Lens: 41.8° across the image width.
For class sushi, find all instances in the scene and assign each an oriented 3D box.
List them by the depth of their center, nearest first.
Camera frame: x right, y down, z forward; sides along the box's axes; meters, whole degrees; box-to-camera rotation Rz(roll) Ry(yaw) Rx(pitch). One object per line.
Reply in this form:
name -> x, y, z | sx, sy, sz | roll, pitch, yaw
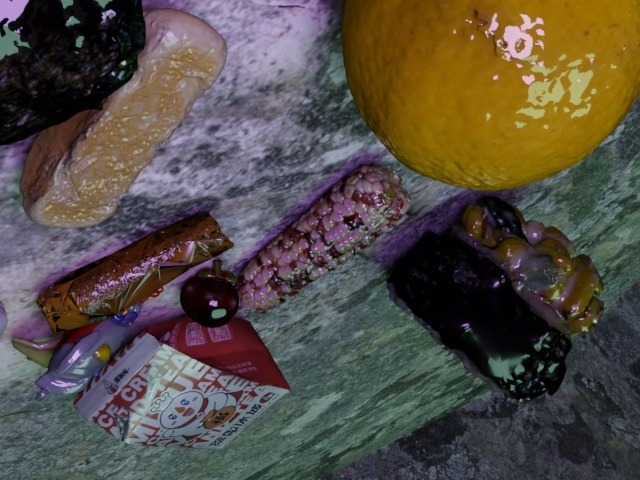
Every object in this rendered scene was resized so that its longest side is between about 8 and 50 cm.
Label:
sushi -> -0.181, -0.138, 0.522 | 0.127, 0.124, 0.225 | -28, -179, -21
sushi -> 0.303, 0.077, 1.415 | 0.285, 0.328, 0.329 | -49, 141, 4

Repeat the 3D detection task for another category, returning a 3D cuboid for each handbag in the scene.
handbag -> -0.200, 0.190, 1.200 | 0.171, 0.151, 0.298 | -42, 149, 13

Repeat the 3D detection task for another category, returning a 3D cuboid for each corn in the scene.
corn -> 0.000, 0.000, 1.132 | 0.280, 0.092, 0.092 | -38, 157, 22

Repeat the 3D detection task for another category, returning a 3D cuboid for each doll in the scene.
doll -> -0.266, 0.117, 1.001 | 0.194, 0.062, 0.104 | -47, -157, -27

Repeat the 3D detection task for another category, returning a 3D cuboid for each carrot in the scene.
carrot -> -0.211, 0.034, 0.968 | 0.229, 0.069, 0.069 | -28, 157, -13

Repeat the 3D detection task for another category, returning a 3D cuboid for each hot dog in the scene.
hot dog -> -0.176, -0.106, 0.708 | 0.084, 0.073, 0.242 | 2, 139, -50

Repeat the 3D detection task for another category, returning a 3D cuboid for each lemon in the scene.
lemon -> 0.150, -0.178, 0.729 | 0.293, 0.293, 0.293 | -27, 157, -13

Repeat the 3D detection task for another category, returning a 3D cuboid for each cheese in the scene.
cheese -> -0.333, 0.127, 1.017 | 0.084, 0.041, 0.060 | -12, 150, -40

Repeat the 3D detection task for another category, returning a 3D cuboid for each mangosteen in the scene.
mangosteen -> -0.144, 0.077, 1.111 | 0.081, 0.081, 0.081 | -27, 157, -13

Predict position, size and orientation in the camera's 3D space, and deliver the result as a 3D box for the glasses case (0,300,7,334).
glasses case -> -0.401, 0.075, 0.803 | 0.092, 0.059, 0.233 | -38, 158, 9
